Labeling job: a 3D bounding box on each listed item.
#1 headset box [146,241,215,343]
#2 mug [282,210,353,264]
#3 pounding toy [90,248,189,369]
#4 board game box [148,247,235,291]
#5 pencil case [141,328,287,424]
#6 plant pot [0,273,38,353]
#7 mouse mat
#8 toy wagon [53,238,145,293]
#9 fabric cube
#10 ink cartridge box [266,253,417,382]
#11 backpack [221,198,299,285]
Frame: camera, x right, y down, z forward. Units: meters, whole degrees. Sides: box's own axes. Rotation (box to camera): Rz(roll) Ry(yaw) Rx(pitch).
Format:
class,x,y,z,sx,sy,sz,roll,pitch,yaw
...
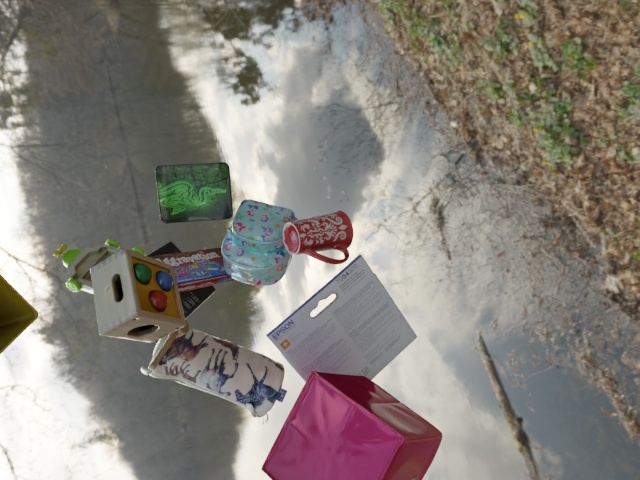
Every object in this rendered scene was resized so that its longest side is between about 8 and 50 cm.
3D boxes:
class,x,y,z,sx,sy,sz,roll,pitch,yaw
headset box,-0.536,0.172,1.594,0.131,0.283,0.246,-39,95,24
mug,0.000,-0.010,1.284,0.150,0.169,0.113,40,129,45
pounding toy,-0.293,0.133,0.859,0.206,0.094,0.181,37,-152,-61
board game box,-0.383,0.086,1.427,0.145,0.281,0.027,41,120,30
pencil case,-0.304,0.385,1.389,0.160,0.410,0.183,-51,21,39
plant pot,-0.811,0.176,1.024,0.212,0.187,0.212,60,-151,-25
mouse mat,-0.330,-0.125,1.239,0.007,0.190,0.152,-131,38,-74
toy wagon,-0.876,0.103,1.860,0.267,0.344,0.068,-66,-9,-48
fabric cube,0.080,0.474,1.066,0.259,0.258,0.254,28,88,35
ink cartridge box,0.061,0.250,1.277,0.330,0.324,0.071,55,169,-22
backpack,-0.189,0.008,1.468,0.191,0.225,0.253,98,-171,-54
